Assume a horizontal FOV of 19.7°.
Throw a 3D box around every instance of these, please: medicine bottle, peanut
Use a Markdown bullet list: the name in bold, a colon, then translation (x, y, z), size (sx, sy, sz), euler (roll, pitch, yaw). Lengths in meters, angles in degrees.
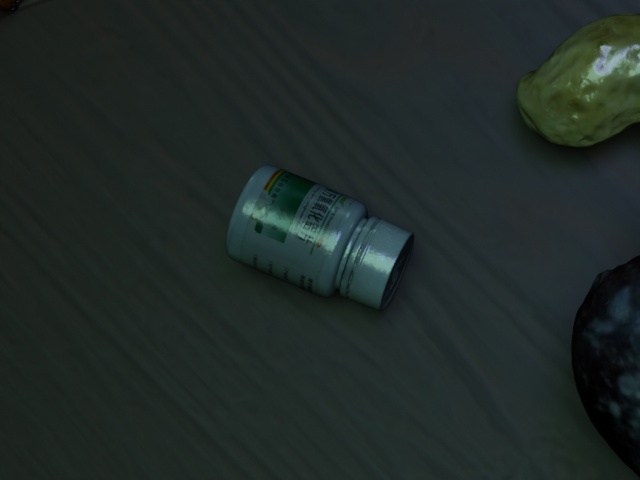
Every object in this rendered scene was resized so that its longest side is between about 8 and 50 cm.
- **medicine bottle**: translation (0.000, 0.000, 1.409), size (0.130, 0.080, 0.080), euler (22, 86, 11)
- **peanut**: translation (0.262, -0.115, 1.379), size (0.229, 0.098, 0.103), euler (6, 51, 12)

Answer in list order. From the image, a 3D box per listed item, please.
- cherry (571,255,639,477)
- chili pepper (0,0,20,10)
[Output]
- **cherry**: translation (0.308, 0.074, 1.287), size (0.255, 0.218, 0.296), euler (-35, 92, -1)
- **chili pepper**: translation (-0.297, -0.270, 1.502), size (0.169, 0.065, 0.088), euler (42, 91, 15)
